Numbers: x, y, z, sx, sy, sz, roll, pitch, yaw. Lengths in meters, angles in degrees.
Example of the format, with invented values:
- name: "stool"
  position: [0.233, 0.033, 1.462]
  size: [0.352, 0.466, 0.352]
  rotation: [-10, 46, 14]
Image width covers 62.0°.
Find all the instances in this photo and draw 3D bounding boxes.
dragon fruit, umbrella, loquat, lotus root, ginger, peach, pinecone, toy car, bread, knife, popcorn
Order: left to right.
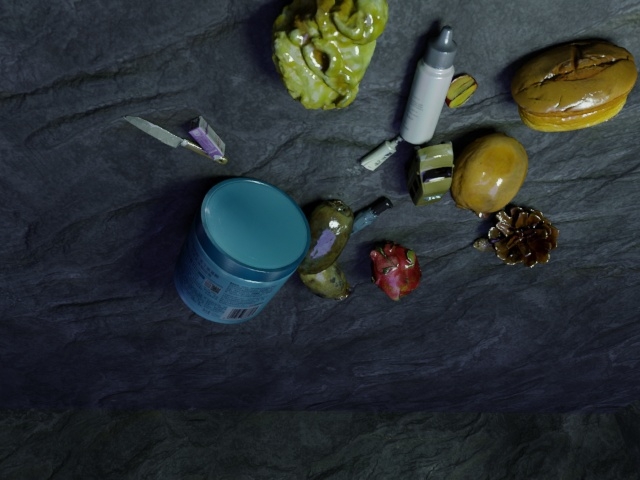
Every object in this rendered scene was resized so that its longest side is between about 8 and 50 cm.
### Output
- name: "knife"
  position: [-0.393, -0.270, 1.454]
  size: [0.298, 0.017, 0.047]
  rotation: [23, 142, -30]
- name: "lotus root"
  position: [0.000, 0.000, 1.695]
  size: [0.160, 0.152, 0.274]
  rotation: [28, 122, -8]
- name: "popcorn"
  position: [0.004, -0.425, 1.156]
  size: [0.226, 0.173, 0.285]
  rotation: [14, 139, -10]
- name: "lotus root"
  position: [0.018, 0.137, 1.908]
  size: [0.154, 0.153, 0.278]
  rotation: [-21, 139, 22]
- name: "umbrella"
  position: [0.129, -0.066, 1.727]
  size: [0.053, 0.052, 0.250]
  rotation: [8, 147, -44]
- name: "dragon fruit"
  position: [0.266, 0.095, 1.873]
  size: [0.198, 0.200, 0.269]
  rotation: [-30, 175, 22]
- name: "toy car"
  position: [0.304, -0.179, 1.476]
  size: [0.101, 0.124, 0.256]
  rotation: [-12, 169, -1]
- name: "peach"
  position: [0.348, -0.378, 1.335]
  size: [0.078, 0.050, 0.083]
  rotation: [-16, 159, -27]
- name: "loquat"
  position: [0.460, -0.185, 1.467]
  size: [0.193, 0.238, 0.238]
  rotation: [25, 143, 11]
- name: "ginger"
  position: [0.619, 0.028, 1.888]
  size: [0.174, 0.051, 0.069]
  rotation: [23, 139, -28]
- name: "pinecone"
  position: [0.653, -0.008, 1.728]
  size: [0.229, 0.201, 0.202]
  rotation: [34, 109, 0]
- name: "bread"
  position: [0.593, -0.364, 1.257]
  size: [0.270, 0.195, 0.142]
  rotation: [-12, 152, 16]

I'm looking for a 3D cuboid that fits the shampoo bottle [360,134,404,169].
- name: "shampoo bottle"
  position: [0.178, -0.251, 1.506]
  size: [0.049, 0.034, 0.141]
  rotation: [30, 131, -28]

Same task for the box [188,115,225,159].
- name: "box"
  position: [-0.303, -0.273, 1.429]
  size: [0.036, 0.050, 0.117]
  rotation: [-16, 139, 19]

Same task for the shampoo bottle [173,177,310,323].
- name: "shampoo bottle"
  position: [-0.248, 0.042, 1.616]
  size: [0.332, 0.330, 0.342]
  rotation: [14, 140, -21]

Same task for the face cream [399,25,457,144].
- name: "face cream"
  position: [0.267, -0.377, 1.299]
  size: [0.093, 0.092, 0.311]
  rotation: [1, 143, -5]
